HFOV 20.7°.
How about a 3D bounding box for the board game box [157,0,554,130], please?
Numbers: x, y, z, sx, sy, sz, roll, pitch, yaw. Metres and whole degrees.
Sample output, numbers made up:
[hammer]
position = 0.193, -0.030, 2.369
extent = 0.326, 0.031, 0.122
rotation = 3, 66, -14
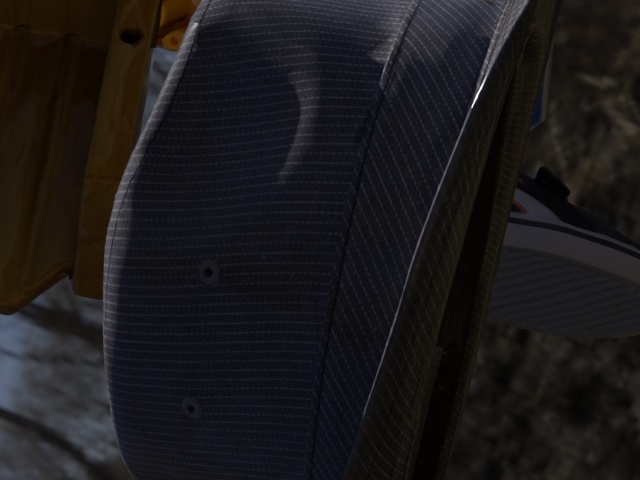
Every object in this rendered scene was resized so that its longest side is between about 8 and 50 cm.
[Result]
[board game box]
position = 0.005, -0.298, 1.377
extent = 0.050, 0.390, 0.390
rotation = -35, -47, -50

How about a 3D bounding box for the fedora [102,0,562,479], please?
[fedora]
position = 0.000, 0.000, 0.625
extent = 0.244, 0.124, 0.275
rotation = -59, -19, -62

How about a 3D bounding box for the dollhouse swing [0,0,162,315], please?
[dollhouse swing]
position = -0.285, -0.159, 1.161
extent = 0.305, 0.347, 0.315
rotation = 112, 167, -69

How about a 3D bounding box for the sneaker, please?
[sneaker]
position = 0.109, -0.026, 1.268
extent = 0.126, 0.321, 0.127
rotation = 124, 158, -57
